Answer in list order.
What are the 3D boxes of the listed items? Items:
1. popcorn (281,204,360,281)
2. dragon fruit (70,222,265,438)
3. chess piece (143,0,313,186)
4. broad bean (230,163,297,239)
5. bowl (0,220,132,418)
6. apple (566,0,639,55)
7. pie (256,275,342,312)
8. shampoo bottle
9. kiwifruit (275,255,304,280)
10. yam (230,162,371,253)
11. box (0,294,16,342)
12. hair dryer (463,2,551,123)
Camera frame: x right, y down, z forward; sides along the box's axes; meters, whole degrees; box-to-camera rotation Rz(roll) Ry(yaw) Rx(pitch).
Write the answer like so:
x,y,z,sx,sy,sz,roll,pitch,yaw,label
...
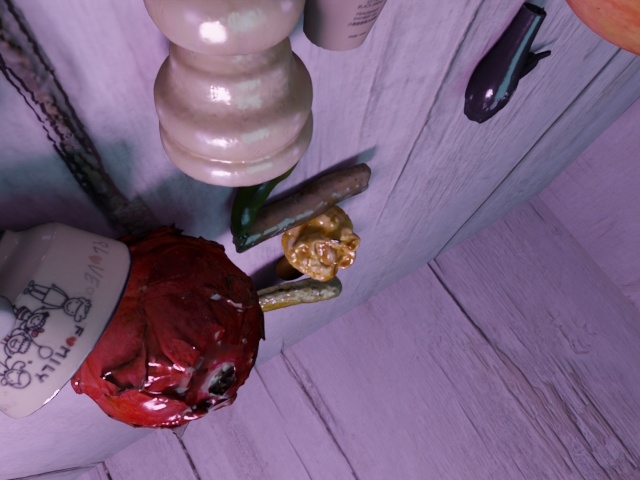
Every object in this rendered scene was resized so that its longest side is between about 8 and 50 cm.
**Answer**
x,y,z,sx,sy,sz,roll,pitch,yaw,label
0.000,0.000,1.048,0.180,0.180,0.170,-35,-164,5,popcorn
-0.237,0.129,0.731,0.296,0.302,0.295,-26,130,-35,dragon fruit
-0.075,-0.192,0.404,0.167,0.167,0.299,-27,158,-20,chess piece
-0.099,-0.091,0.793,0.065,0.046,0.254,21,129,-23,broad bean
-0.349,0.072,0.558,0.238,0.237,0.126,-39,125,17,bowl
0.482,-0.392,0.559,0.364,0.363,0.364,-31,163,-10,apple
-0.094,0.151,1.301,0.324,0.070,0.323,-14,176,-1,pie
0.050,-0.302,0.442,0.127,0.078,0.256,-24,160,-26,shampoo bottle
-0.062,0.060,1.249,0.125,0.075,0.075,-32,164,9,kiwifruit
-0.035,-0.070,0.946,0.318,0.067,0.071,-27,175,-15,yam
-0.444,0.081,0.416,0.312,0.182,0.175,-39,163,20,box
0.404,-0.373,0.954,0.272,0.091,0.235,-36,158,-37,hair dryer
